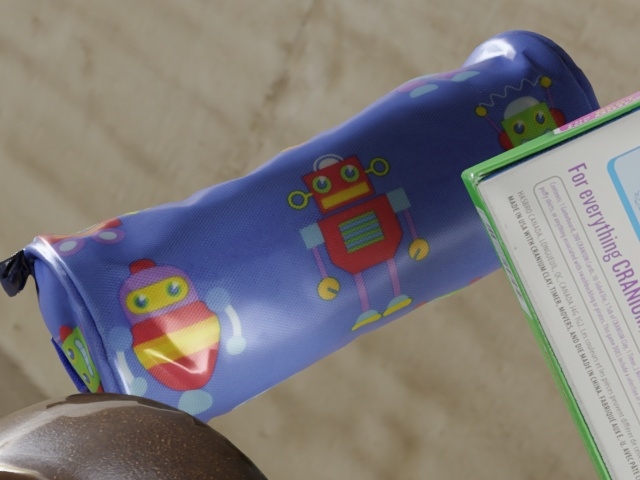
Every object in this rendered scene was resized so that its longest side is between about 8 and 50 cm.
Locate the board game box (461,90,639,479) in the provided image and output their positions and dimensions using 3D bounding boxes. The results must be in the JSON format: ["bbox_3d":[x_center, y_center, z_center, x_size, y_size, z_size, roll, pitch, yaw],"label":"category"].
[{"bbox_3d":[0.246,0.018,0.612,0.064,0.317,0.242,-68,-46,-85],"label":"board game box"}]

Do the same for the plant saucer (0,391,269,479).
[{"bbox_3d":[-0.119,0.205,0.608,0.050,0.310,0.310,22,-167,-46],"label":"plant saucer"}]

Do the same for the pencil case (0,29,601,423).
[{"bbox_3d":[0.000,0.000,0.834,0.119,0.306,0.133,64,161,2],"label":"pencil case"}]
